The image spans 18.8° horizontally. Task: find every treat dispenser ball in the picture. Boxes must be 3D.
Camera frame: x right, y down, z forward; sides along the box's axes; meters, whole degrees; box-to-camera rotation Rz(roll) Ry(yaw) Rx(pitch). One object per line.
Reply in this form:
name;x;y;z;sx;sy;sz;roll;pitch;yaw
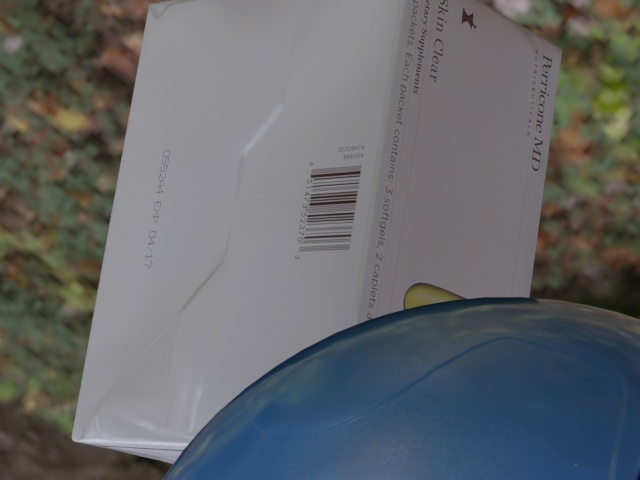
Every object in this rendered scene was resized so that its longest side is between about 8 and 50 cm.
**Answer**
treat dispenser ball;0.064;0.163;0.664;0.288;0.288;0.288;36;174;4

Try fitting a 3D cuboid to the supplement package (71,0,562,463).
supplement package;0.000;0.000;1.084;0.204;0.262;0.145;-3;164;42
